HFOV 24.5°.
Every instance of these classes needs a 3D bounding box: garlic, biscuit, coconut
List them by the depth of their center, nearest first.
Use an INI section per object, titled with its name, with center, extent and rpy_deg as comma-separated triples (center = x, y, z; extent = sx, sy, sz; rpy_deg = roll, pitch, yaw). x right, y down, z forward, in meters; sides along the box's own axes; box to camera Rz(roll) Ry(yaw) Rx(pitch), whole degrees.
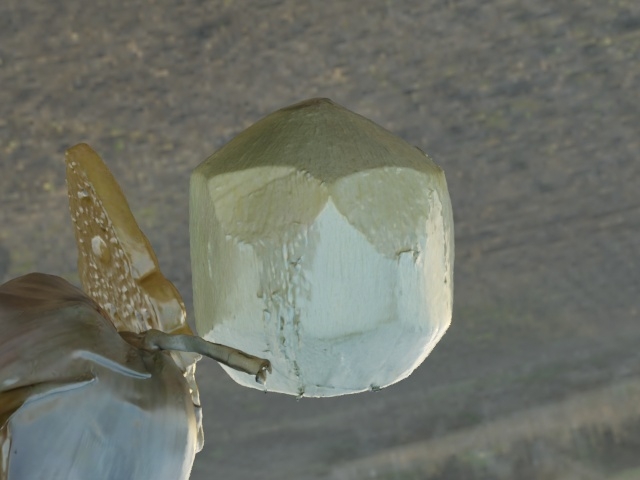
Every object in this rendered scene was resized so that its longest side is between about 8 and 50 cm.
[garlic]
center = -0.103, 0.120, 0.704
extent = 0.257, 0.207, 0.207
rpy_deg = -6, 173, 30
[biscuit]
center = -0.132, 0.047, 1.052
extent = 0.035, 0.250, 0.162
rpy_deg = -28, -157, -29
[coconut]
center = 0.000, 0.000, 1.290
extent = 0.245, 0.247, 0.245
rpy_deg = -2, -172, 0
